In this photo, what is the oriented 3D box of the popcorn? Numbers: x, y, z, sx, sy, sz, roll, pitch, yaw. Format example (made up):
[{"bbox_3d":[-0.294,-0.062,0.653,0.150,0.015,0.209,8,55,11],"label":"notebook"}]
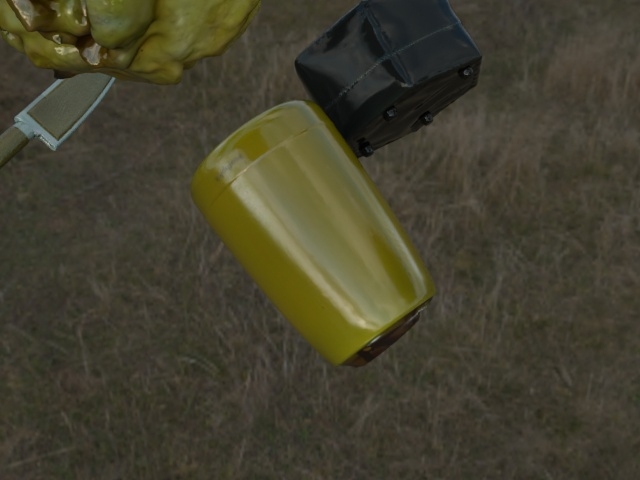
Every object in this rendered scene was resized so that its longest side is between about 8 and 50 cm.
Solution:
[{"bbox_3d":[-0.166,-0.207,0.799,0.233,0.192,0.266,21,24,-2],"label":"popcorn"}]

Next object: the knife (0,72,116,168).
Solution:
[{"bbox_3d":[-0.339,-0.135,1.202,0.061,0.027,0.343,42,47,-11],"label":"knife"}]

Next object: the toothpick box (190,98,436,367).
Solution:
[{"bbox_3d":[0.000,0.000,1.068,0.175,0.175,0.271,-31,81,-37],"label":"toothpick box"}]

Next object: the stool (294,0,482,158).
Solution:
[{"bbox_3d":[0.089,-0.213,1.256,0.232,0.232,0.141,-26,79,-33],"label":"stool"}]
